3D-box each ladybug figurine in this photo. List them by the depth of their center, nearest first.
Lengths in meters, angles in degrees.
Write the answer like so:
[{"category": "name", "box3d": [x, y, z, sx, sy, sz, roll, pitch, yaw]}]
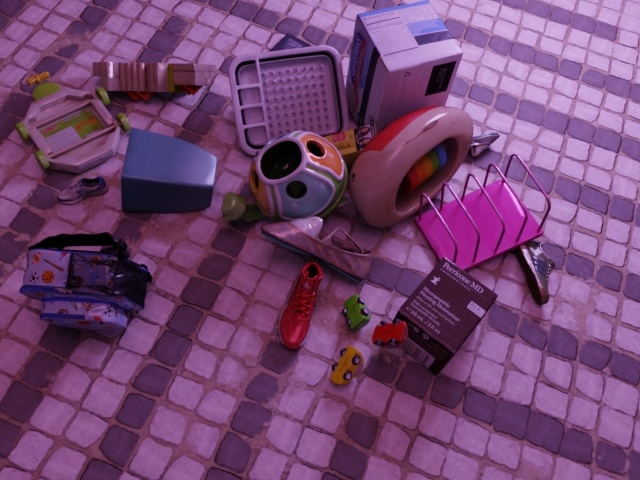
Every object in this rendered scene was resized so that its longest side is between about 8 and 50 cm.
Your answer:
[{"category": "ladybug figurine", "box3d": [0.241, -0.220, 1.874, 0.449, 0.305, 0.162, -36, 56, -27]}]

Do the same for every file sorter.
[{"category": "file sorter", "box3d": [0.430, -0.075, 1.837, 0.291, 0.182, 0.202, -24, 63, -7]}]

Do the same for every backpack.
[{"category": "backpack", "box3d": [-0.559, 0.105, 1.620, 0.264, 0.276, 0.213, 12, 72, 4]}]

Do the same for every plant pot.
[{"category": "plant pot", "box3d": [-0.402, -0.172, 1.847, 0.235, 0.165, 0.165, 8, 59, -11]}]

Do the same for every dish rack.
[{"category": "dish rack", "box3d": [-0.093, -0.406, 2.001, 0.333, 0.072, 0.285, -11, 102, -12]}]

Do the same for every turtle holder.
[{"category": "turtle holder", "box3d": [-0.097, -0.166, 1.814, 0.321, 0.227, 0.243, -2, 75, 17]}]

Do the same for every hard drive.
[{"category": "hard drive", "box3d": [-0.105, -0.601, 2.207, 0.094, 0.022, 0.135, 31, 61, 11]}]

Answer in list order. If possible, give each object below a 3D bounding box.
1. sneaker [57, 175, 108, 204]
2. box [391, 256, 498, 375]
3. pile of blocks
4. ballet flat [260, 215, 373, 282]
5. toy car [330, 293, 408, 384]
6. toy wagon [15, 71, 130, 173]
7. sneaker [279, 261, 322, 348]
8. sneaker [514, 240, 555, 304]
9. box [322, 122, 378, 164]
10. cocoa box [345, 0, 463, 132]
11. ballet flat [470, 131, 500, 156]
[{"category": "sneaker", "box3d": [-0.644, -0.143, 1.853, 0.135, 0.058, 0.052, -22, 64, -17]}, {"category": "box", "box3d": [0.297, 0.188, 1.707, 0.168, 0.167, 0.203, 37, 62, 14]}, {"category": "pile of blocks", "box3d": [-0.493, -0.471, 2.053, 0.363, 0.149, 0.112, 3, 102, 5]}, {"category": "ballet flat", "box3d": [0.000, 0.000, 1.770, 0.316, 0.107, 0.106, 26, 96, -21]}, {"category": "toy car", "box3d": [0.110, 0.224, 1.697, 0.053, 0.239, 0.225, 36, 24, -33]}, {"category": "toy wagon", "box3d": [-0.720, -0.344, 1.958, 0.267, 0.068, 0.344, -31, 67, -22]}, {"category": "sneaker", "box3d": [-0.050, 0.150, 1.710, 0.087, 0.128, 0.221, 11, 58, 1]}, {"category": "sneaker", "box3d": [0.600, 0.080, 1.865, 0.086, 0.064, 0.192, -10, 58, -7]}, {"category": "box", "box3d": [0.054, -0.257, 1.953, 0.233, 0.058, 0.087, -13, 60, 15]}, {"category": "cocoa box", "box3d": [0.223, -0.469, 1.979, 0.232, 0.347, 0.227, -16, 63, -14]}, {"category": "ballet flat", "box3d": [0.440, -0.279, 2.068, 0.213, 0.072, 0.068, -8, 88, -11]}]
